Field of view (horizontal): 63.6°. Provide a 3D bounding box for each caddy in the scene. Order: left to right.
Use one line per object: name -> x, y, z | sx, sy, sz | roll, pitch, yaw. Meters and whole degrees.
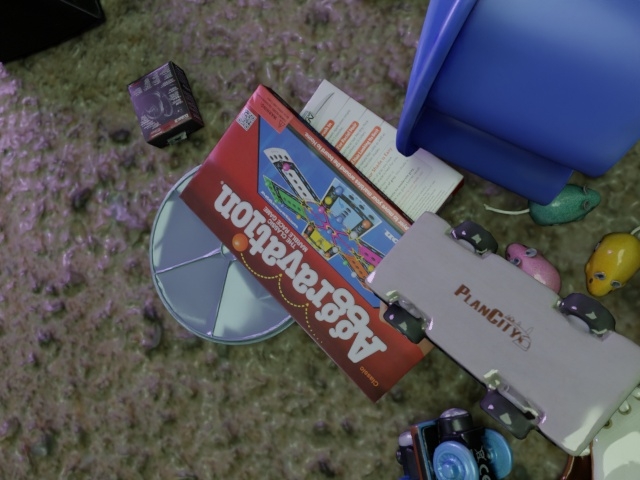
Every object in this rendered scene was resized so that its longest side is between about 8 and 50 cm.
caddy -> 0.182, -0.193, 0.385 | 0.179, 0.241, 0.341 | 33, 89, 10

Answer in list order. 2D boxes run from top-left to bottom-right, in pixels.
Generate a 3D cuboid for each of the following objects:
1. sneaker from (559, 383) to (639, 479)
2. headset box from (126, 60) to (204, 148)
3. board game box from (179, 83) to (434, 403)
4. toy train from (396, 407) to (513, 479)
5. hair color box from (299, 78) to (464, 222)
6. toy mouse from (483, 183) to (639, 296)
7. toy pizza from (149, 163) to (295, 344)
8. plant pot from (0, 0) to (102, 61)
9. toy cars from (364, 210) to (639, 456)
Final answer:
sneaker -> 0.264, 0.131, 0.408 | 0.123, 0.106, 0.290 | 28, 94, 13
headset box -> -0.175, -0.149, 0.586 | 0.062, 0.032, 0.083 | -25, 81, 12
board game box -> 0.000, 0.000, 0.485 | 0.281, 0.027, 0.145 | 45, 109, 12
toy train -> 0.117, 0.242, 0.444 | 0.105, 0.080, 0.184 | -27, 68, 45
hair color box -> 0.046, -0.071, 0.511 | 0.167, 0.053, 0.093 | 39, 98, 13
toy mouse -> 0.214, 0.000, 0.471 | 0.143, 0.031, 0.161 | 35, 95, 15
toy pizza -> -0.088, 0.009, 0.550 | 0.201, 0.032, 0.201 | -1, 85, 14
plant pot -> -0.405, -0.317, 0.593 | 0.167, 0.188, 0.187 | -27, 79, 25
toy cars -> 0.226, 0.057, 0.346 | 0.394, 0.087, 0.176 | -5, 63, 23
